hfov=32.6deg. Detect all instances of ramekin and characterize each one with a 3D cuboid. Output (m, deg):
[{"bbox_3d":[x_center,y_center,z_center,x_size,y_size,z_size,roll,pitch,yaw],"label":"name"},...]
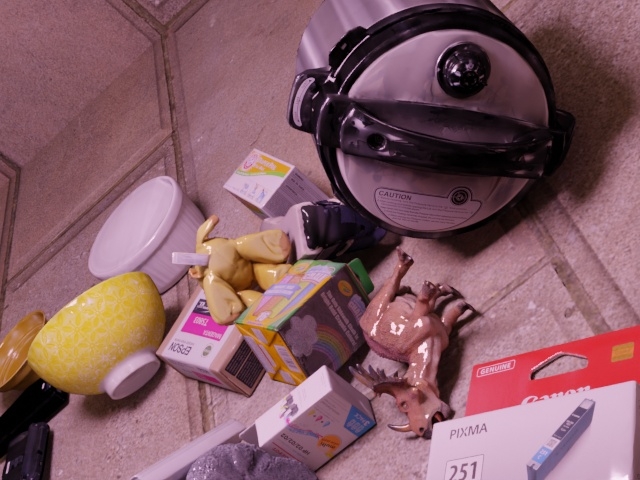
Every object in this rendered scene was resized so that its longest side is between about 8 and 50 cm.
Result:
[{"bbox_3d":[-0.365,0.002,2.368,0.273,0.127,0.272,-34,33,25],"label":"ramekin"}]

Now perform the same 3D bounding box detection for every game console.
[{"bbox_3d":[-0.619,0.420,2.282,0.213,0.044,0.361,-41,25,14],"label":"game console"}]

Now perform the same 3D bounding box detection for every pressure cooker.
[{"bbox_3d":[0.153,-0.210,1.668,0.370,0.375,0.420,-31,28,7],"label":"pressure cooker"}]

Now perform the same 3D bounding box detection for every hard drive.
[{"bbox_3d":[-0.230,0.385,1.610,0.203,0.040,0.307,-59,-15,16],"label":"hard drive"}]

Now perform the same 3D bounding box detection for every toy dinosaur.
[{"bbox_3d":[0.114,0.138,1.604,0.200,0.127,0.295,-52,24,7],"label":"toy dinosaur"}]

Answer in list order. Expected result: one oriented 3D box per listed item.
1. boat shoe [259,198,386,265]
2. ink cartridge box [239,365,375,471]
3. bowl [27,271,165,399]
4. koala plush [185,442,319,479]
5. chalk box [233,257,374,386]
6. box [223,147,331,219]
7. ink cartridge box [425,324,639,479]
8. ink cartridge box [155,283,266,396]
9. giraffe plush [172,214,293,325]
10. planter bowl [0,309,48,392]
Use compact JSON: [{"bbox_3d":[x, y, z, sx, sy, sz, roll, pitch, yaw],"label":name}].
[{"bbox_3d":[0.000,0.000,1.928,0.340,0.158,0.127,160,103,-72],"label":"boat shoe"},{"bbox_3d":[-0.022,0.281,1.624,0.181,0.104,0.061,-41,31,16],"label":"ink cartridge box"},{"bbox_3d":[-0.400,0.212,2.114,0.289,0.289,0.156,-44,74,8],"label":"bowl"},{"bbox_3d":[-0.141,0.415,1.567,0.221,0.203,0.196,-48,20,34],"label":"koala plush"},{"bbox_3d":[-0.003,0.116,1.738,0.213,0.132,0.132,-42,25,-27],"label":"chalk box"},{"bbox_3d":[-0.087,-0.092,2.125,0.103,0.114,0.203,-51,29,-5],"label":"box"},{"bbox_3d":[0.273,0.221,1.350,0.296,0.066,0.261,-21,41,39],"label":"ink cartridge box"},{"bbox_3d":[-0.167,0.161,1.968,0.235,0.088,0.193,5,58,53],"label":"ink cartridge box"},{"bbox_3d":[-0.154,0.058,1.850,0.170,0.210,0.181,153,137,-77],"label":"giraffe plush"},{"bbox_3d":[-0.661,0.272,2.479,0.217,0.090,0.217,-35,31,25],"label":"planter bowl"}]
